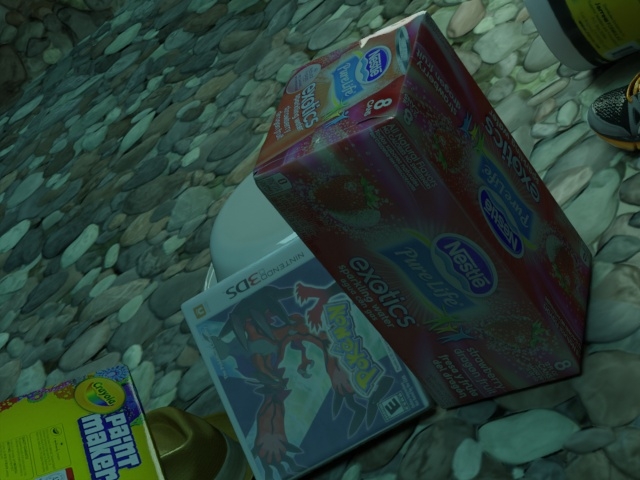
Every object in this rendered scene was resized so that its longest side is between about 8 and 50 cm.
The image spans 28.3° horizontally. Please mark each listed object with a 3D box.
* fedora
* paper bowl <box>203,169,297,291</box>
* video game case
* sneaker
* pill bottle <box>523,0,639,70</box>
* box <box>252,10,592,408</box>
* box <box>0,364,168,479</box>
[{"bbox_3d":[-0.149,0.220,1.244,0.194,0.079,0.194,-28,31,18],"label":"fedora"},{"bbox_3d":[0.000,0.000,1.319,0.284,0.148,0.284,-28,30,18],"label":"paper bowl"},{"bbox_3d":[-0.017,0.105,1.178,0.183,0.023,0.201,-31,74,16],"label":"video game case"},{"bbox_3d":[0.342,-0.147,1.197,0.215,0.083,0.084,-11,41,43],"label":"sneaker"},{"bbox_3d":[0.376,-0.317,1.289,0.334,0.188,0.188,-21,33,29],"label":"pill bottle"},{"bbox_3d":[0.096,-0.017,1.068,0.142,0.300,0.154,-20,33,32],"label":"box"},{"bbox_3d":[-0.164,0.293,0.904,0.177,0.279,0.290,-17,27,-11],"label":"box"}]
